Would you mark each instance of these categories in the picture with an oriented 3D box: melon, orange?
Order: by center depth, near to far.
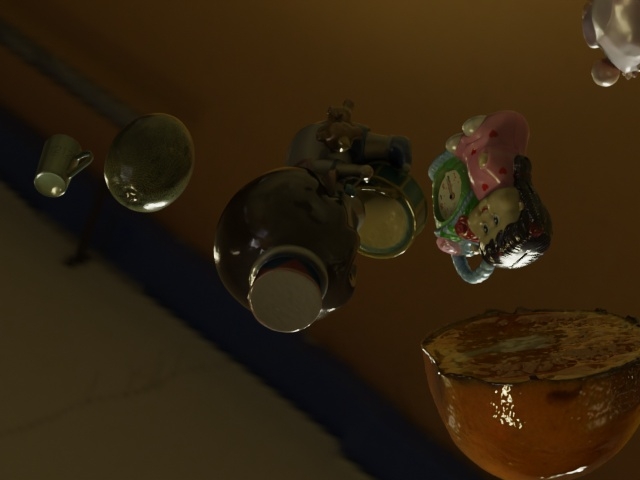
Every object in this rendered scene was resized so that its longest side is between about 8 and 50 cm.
[{"bbox_3d":[0.246,0.151,2.063,0.274,0.310,0.274,3,-113,-7],"label":"orange"},{"bbox_3d":[-0.192,-0.089,2.069,0.098,0.098,0.131,19,-136,-2],"label":"melon"}]

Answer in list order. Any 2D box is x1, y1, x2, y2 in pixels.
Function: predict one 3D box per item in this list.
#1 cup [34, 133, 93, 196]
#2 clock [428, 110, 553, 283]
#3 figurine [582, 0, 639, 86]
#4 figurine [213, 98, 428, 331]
[{"bbox_3d":[-0.367,-0.103,2.612,0.075,0.054,0.083,15,-139,-4],"label":"cup"},{"bbox_3d":[0.222,-0.044,2.397,0.100,0.194,0.195,5,-123,-28],"label":"clock"},{"bbox_3d":[0.424,-0.300,2.470,0.133,0.200,0.276,45,-178,-2],"label":"figurine"},{"bbox_3d":[-0.007,-0.006,1.735,0.158,0.161,0.275,42,-136,0],"label":"figurine"}]
